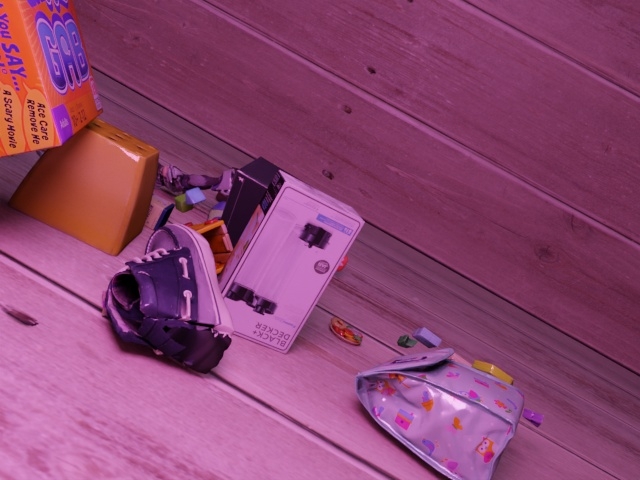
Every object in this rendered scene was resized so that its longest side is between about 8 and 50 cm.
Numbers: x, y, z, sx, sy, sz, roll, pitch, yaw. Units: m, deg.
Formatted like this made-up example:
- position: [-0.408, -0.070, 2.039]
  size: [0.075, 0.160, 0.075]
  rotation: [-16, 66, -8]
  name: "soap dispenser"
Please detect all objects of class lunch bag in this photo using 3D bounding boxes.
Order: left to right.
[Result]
- position: [0.202, 0.280, 1.076]
  size: [0.262, 0.160, 0.223]
  rotation: [26, 9, 21]
  name: "lunch bag"

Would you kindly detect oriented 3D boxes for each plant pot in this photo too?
- position: [-0.430, -0.122, 1.207]
  size: [0.212, 0.187, 0.212]
  rotation: [27, 11, -9]
  name: "plant pot"

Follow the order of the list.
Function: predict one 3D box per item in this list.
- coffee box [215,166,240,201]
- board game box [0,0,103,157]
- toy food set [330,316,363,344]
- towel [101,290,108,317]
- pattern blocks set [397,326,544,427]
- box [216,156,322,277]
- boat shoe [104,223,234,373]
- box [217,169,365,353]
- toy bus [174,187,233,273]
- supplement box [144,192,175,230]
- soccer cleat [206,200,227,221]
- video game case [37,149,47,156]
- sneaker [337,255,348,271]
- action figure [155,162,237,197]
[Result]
- position: [-0.175, -0.131, 2.033]
  size: [0.168, 0.118, 0.297]
  rotation: [36, 13, 26]
  name: "coffee box"
- position: [-0.567, -0.304, 0.899]
  size: [0.357, 0.356, 0.356]
  rotation: [-12, 20, -6]
  name: "board game box"
- position: [0.059, 0.205, 1.389]
  size: [0.083, 0.020, 0.083]
  rotation: [28, 11, -8]
  name: "toy food set"
- position: [-0.309, 0.105, 0.961]
  size: [0.060, 0.009, 0.083]
  rotation: [24, 13, -26]
  name: "towel"
- position: [0.305, 0.290, 1.282]
  size: [0.325, 0.026, 0.285]
  rotation: [33, -20, 6]
  name: "pattern blocks set"
- position: [-0.109, -0.009, 1.266]
  size: [0.184, 0.261, 0.103]
  rotation: [30, 33, 7]
  name: "box"
- position: [-0.254, 0.052, 0.970]
  size: [0.158, 0.127, 0.340]
  rotation: [31, 12, -39]
  name: "boat shoe"
- position: [-0.068, 0.043, 1.113]
  size: [0.169, 0.289, 0.087]
  rotation: [27, 13, -21]
  name: "box"
- position: [-0.254, 0.022, 1.201]
  size: [0.104, 0.202, 0.191]
  rotation: [-25, 57, -38]
  name: "toy bus"
- position: [-0.389, -0.071, 1.415]
  size: [0.083, 0.056, 0.083]
  rotation: [28, 11, -5]
  name: "supplement box"
- position: [-0.167, 0.007, 1.609]
  size: [0.289, 0.093, 0.121]
  rotation: [33, 41, -4]
  name: "soccer cleat"
- position: [-0.661, -0.221, 1.522]
  size: [0.087, 0.011, 0.122]
  rotation: [17, 16, -48]
  name: "video game case"
- position: [0.000, 0.000, 1.919]
  size: [0.148, 0.131, 0.350]
  rotation: [33, 15, -19]
  name: "sneaker"
- position: [-0.337, -0.155, 1.676]
  size: [0.285, 0.099, 0.185]
  rotation: [2, -4, 7]
  name: "action figure"
